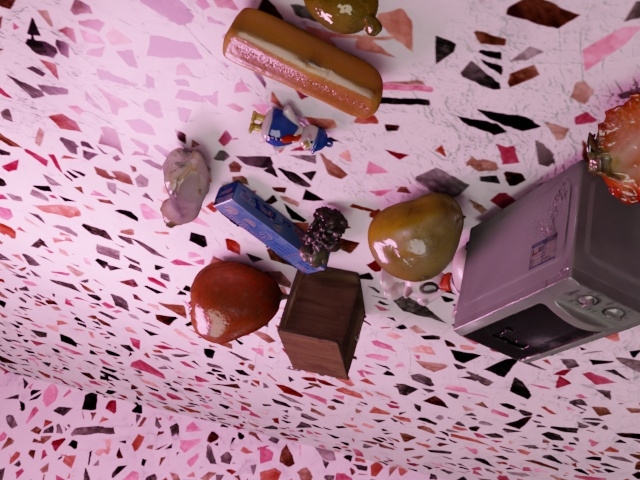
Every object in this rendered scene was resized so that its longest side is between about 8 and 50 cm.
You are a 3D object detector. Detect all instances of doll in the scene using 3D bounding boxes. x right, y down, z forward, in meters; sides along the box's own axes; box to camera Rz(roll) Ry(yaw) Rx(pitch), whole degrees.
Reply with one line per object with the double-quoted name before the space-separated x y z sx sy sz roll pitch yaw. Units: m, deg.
"doll" -0.047 -0.179 1.317 0.142 0.058 0.099 16 138 -8
"doll" 0.008 -0.345 0.959 0.137 0.097 0.209 45 170 48
"doll" 0.266 0.095 1.559 0.271 0.144 0.208 -18 115 44

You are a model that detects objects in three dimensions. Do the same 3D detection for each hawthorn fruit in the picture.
"hawthorn fruit" -0.181 0.137 1.842 0.251 0.200 0.199 -6 152 -6

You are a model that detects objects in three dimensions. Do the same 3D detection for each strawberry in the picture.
"strawberry" 0.478 -0.131 1.057 0.235 0.107 0.175 5 113 22

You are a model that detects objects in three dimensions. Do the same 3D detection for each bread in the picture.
"bread" -0.020 -0.255 1.141 0.239 0.074 0.092 24 150 -11

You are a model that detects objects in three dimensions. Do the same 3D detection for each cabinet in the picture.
"cabinet" 0.013 0.186 1.803 0.148 0.175 0.215 11 150 14

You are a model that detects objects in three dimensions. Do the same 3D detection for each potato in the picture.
"potato" 0.176 -0.010 1.411 0.157 0.157 0.194 28 137 -18

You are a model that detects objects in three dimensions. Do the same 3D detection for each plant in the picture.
"plant" 0.000 0.000 1.563 0.085 0.087 0.174 47 145 13

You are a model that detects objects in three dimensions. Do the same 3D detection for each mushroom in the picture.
"mushroom" -0.269 -0.093 1.560 0.096 0.099 0.278 25 155 -1

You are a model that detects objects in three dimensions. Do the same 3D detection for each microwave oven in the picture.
"microwave oven" 0.380 0.049 1.277 0.181 0.238 0.295 25 151 -15

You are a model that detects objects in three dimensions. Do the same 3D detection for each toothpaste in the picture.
"toothpaste" -0.096 -0.023 1.627 0.066 0.053 0.272 -18 135 42
